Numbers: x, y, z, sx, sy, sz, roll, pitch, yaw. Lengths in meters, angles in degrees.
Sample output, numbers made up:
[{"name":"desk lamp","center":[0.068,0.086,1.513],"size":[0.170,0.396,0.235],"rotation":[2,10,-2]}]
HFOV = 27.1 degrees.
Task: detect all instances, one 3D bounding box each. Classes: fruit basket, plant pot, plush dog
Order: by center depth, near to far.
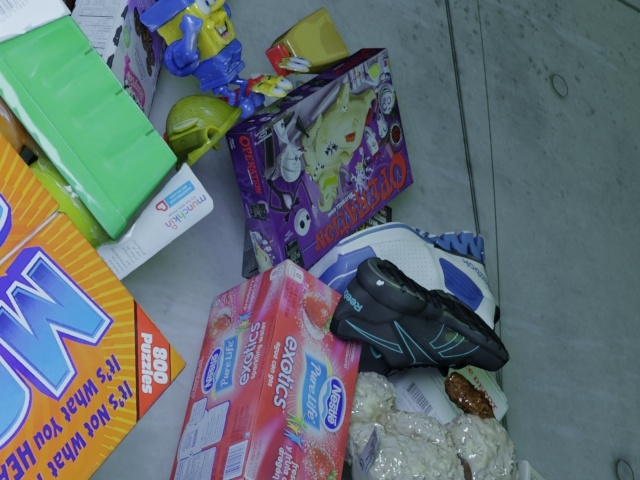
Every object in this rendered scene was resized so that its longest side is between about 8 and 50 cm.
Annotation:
[{"name":"fruit basket","center":[-0.343,-0.058,1.390],"size":[0.327,0.353,0.165],"rotation":[53,0,-10]},{"name":"plush dog","center":[0.146,0.288,1.651],"size":[0.225,0.210,0.263],"rotation":[-10,98,-26]},{"name":"plant pot","center":[-0.025,-0.278,1.944],"size":[0.083,0.081,0.082],"rotation":[-31,93,-37]}]

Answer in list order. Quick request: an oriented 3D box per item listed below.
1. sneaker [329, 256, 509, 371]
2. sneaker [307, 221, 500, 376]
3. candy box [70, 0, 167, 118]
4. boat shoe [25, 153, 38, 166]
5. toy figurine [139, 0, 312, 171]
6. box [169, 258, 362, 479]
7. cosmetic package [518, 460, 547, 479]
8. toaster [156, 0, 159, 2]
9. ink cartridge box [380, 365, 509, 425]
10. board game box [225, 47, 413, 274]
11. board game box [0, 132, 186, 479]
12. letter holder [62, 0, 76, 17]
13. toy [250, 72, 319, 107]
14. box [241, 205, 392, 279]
[{"name":"sneaker","center":[0.123,0.111,1.651],"size":[0.267,0.106,0.101],"rotation":[29,16,-33]},{"name":"sneaker","center":[0.139,0.084,1.763],"size":[0.315,0.127,0.182],"rotation":[0,57,-43]},{"name":"candy box","center":[-0.251,-0.224,1.621],"size":[0.165,0.070,0.196],"rotation":[80,15,-55]},{"name":"boat shoe","center":[-0.315,-0.105,1.581],"size":[0.049,0.040,0.142],"rotation":[42,45,-22]},{"name":"toy figurine","center":[-0.175,-0.224,1.603],"size":[0.217,0.191,0.362],"rotation":[60,27,-14]},{"name":"box","center":[-0.062,0.197,1.599],"size":[0.142,0.154,0.300],"rotation":[35,47,-30]},{"name":"cosmetic package","center":[0.304,0.446,1.822],"size":[0.309,0.113,0.160],"rotation":[46,42,-36]},{"name":"toaster","center":[-0.191,-0.379,1.752],"size":[0.168,0.110,0.186],"rotation":[78,28,-45]},{"name":"ink cartridge box","center":[0.149,0.237,1.835],"size":[0.159,0.092,0.218],"rotation":[55,43,-7]},{"name":"board game box","center":[0.009,-0.107,1.765],"size":[0.347,0.056,0.208],"rotation":[-39,127,-49]},{"name":"board game box","center":[-0.414,0.124,1.121],"size":[0.356,0.356,0.356],"rotation":[52,43,-11]},{"name":"letter holder","center":[-0.351,-0.372,1.627],"size":[0.152,0.214,0.302],"rotation":[12,56,-4]},{"name":"toy","center":[-0.015,-0.170,1.910],"size":[0.237,0.056,0.137],"rotation":[-12,71,-53]},{"name":"box","center":[0.000,0.000,1.836],"size":[0.231,0.056,0.183],"rotation":[26,52,-34]}]
